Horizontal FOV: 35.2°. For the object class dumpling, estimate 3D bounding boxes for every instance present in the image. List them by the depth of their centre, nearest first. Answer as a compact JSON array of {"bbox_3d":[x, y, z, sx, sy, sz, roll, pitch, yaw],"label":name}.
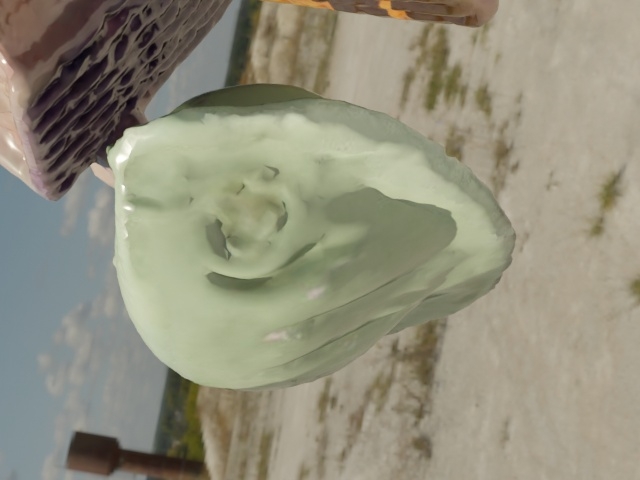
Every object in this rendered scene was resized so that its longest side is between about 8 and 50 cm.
[{"bbox_3d":[-0.011,-0.009,0.415,0.108,0.153,0.219,59,176,22],"label":"dumpling"}]

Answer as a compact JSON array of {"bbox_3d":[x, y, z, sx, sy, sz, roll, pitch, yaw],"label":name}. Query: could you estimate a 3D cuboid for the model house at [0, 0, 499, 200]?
[{"bbox_3d":[-0.056,-0.144,0.387,0.237,0.202,0.237,-57,-41,-23],"label":"model house"}]
